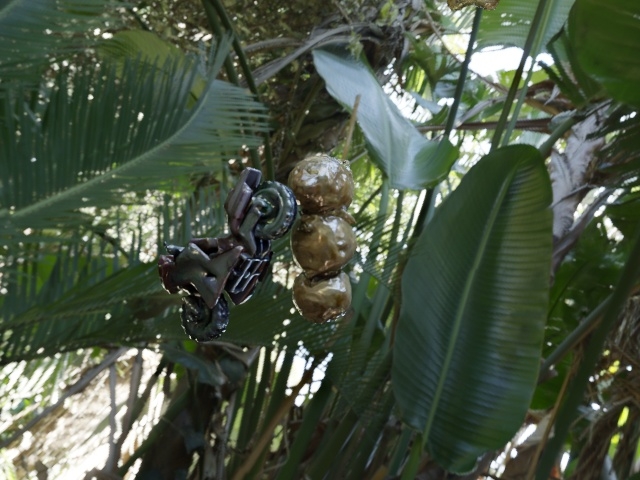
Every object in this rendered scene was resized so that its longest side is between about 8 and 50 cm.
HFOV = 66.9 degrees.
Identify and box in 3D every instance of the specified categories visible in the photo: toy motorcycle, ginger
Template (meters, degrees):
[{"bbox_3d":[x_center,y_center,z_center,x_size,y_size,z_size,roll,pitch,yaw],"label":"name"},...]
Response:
[{"bbox_3d":[-0.114,0.010,0.564,0.122,0.082,0.213,40,-76,19],"label":"toy motorcycle"},{"bbox_3d":[0.000,0.000,0.591,0.080,0.104,0.204,4,-79,31],"label":"ginger"}]

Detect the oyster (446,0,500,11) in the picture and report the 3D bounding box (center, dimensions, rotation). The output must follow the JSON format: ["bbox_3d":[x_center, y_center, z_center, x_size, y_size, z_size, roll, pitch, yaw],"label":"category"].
[{"bbox_3d":[0.253,-0.466,0.818,0.103,0.051,0.148,-1,-63,15],"label":"oyster"}]
